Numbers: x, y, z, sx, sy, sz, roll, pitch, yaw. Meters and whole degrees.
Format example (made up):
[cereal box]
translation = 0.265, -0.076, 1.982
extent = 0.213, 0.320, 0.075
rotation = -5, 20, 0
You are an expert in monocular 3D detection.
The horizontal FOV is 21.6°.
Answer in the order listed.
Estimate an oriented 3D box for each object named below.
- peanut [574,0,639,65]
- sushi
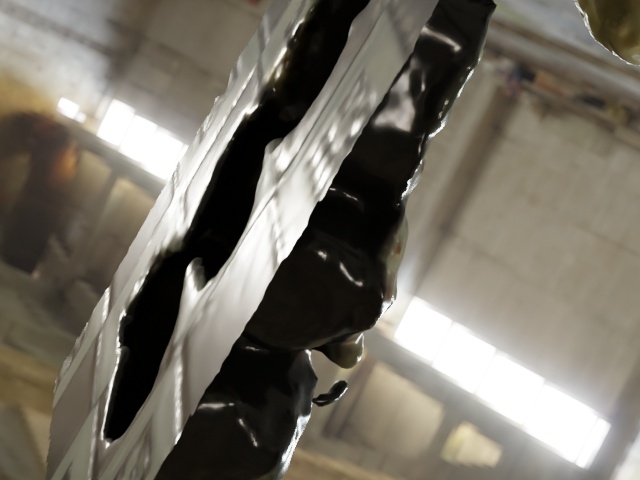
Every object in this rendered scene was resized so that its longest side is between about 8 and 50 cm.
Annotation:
[peanut]
translation = 0.147, -0.175, 0.796
extent = 0.082, 0.187, 0.082
rotation = -11, -157, 5
[sushi]
translation = 0.000, 0.000, 0.765
extent = 0.100, 0.373, 0.296
rotation = 27, -163, -15
